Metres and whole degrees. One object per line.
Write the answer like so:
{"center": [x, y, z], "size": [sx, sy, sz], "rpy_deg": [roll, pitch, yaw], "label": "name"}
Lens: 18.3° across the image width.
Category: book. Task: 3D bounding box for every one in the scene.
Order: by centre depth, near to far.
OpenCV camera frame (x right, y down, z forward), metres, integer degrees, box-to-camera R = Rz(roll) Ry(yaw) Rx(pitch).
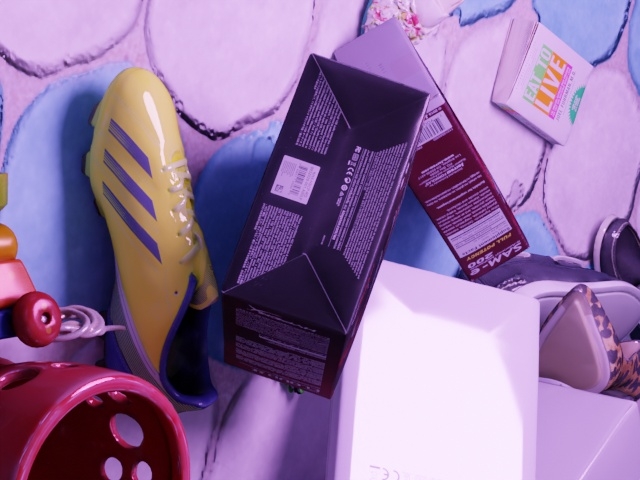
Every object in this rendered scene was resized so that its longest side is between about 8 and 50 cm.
{"center": [0.239, -0.169, 2.145], "size": [0.144, 0.035, 0.096], "rpy_deg": [26, 81, -54], "label": "book"}

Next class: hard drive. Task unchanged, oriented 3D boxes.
{"center": [0.106, 0.177, 1.865], "size": [0.203, 0.040, 0.307], "rpy_deg": [14, 60, -17], "label": "hard drive"}

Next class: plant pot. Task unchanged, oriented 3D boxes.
{"center": [-0.221, 0.178, 1.486], "size": [0.191, 0.174, 0.191], "rpy_deg": [-18, 113, -51], "label": "plant pot"}

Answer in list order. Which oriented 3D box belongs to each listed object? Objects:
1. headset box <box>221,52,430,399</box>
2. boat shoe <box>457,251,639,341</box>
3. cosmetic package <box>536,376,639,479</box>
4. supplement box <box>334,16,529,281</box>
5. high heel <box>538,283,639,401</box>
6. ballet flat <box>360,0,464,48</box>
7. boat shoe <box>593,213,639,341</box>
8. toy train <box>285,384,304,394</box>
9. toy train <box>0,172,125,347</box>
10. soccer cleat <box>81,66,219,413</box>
{"center": [0.000, 0.000, 1.705], "size": [0.293, 0.110, 0.218], "rpy_deg": [99, 10, -73], "label": "headset box"}
{"center": [0.256, 0.063, 2.165], "size": [0.114, 0.091, 0.302], "rpy_deg": [-54, 149, 13], "label": "boat shoe"}
{"center": [0.156, 0.314, 1.993], "size": [0.385, 0.217, 0.156], "rpy_deg": [-46, 133, -34], "label": "cosmetic package"}
{"center": [0.109, -0.085, 1.896], "size": [0.073, 0.130, 0.239], "rpy_deg": [-30, 135, 5], "label": "supplement box"}
{"center": [0.302, 0.100, 2.124], "size": [0.186, 0.093, 0.261], "rpy_deg": [-52, 148, -38], "label": "high heel"}
{"center": [0.121, -0.270, 1.922], "size": [0.241, 0.077, 0.091], "rpy_deg": [-60, 140, -25], "label": "ballet flat"}
{"center": [0.385, 0.057, 2.353], "size": [0.084, 0.079, 0.233], "rpy_deg": [-54, 135, -28], "label": "boat shoe"}
{"center": [-0.033, 0.113, 1.856], "size": [0.083, 0.017, 0.023], "rpy_deg": [59, 42, -41], "label": "toy train"}
{"center": [-0.245, 0.012, 1.491], "size": [0.248, 0.105, 0.143], "rpy_deg": [-8, 91, -52], "label": "toy train"}
{"center": [-0.125, 0.003, 1.619], "size": [0.093, 0.121, 0.289], "rpy_deg": [-18, 112, -50], "label": "soccer cleat"}
